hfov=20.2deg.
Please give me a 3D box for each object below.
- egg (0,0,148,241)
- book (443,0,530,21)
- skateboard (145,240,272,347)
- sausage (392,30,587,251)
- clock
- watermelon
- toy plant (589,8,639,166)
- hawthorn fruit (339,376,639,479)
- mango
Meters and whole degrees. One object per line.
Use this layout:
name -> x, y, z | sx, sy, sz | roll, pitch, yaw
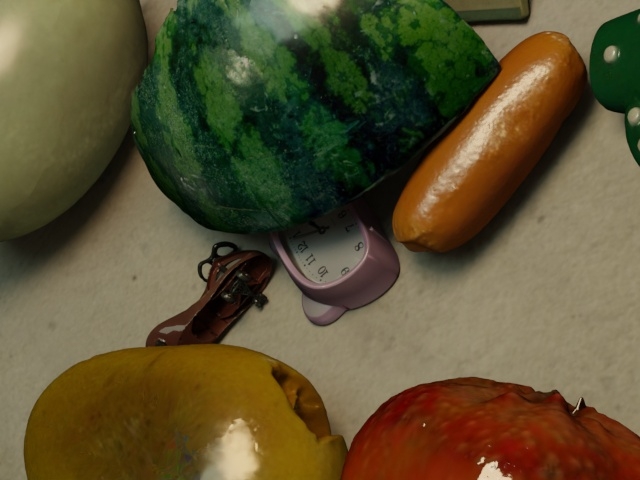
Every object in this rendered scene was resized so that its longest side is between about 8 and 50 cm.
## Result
egg -> -0.320, -0.161, 1.860 | 0.258, 0.258, 0.352 | 18, 83, 38
book -> 0.062, -0.309, 1.739 | 0.282, 0.025, 0.215 | 4, 114, 34
skateboard -> -0.110, 0.063, 1.751 | 0.151, 0.067, 0.080 | -47, 41, 0
sausage -> 0.151, -0.085, 1.616 | 0.238, 0.098, 0.098 | -50, 51, 2
clock -> 0.000, 0.000, 1.703 | 0.110, 0.050, 0.153 | -39, 53, 14
watermelon -> -0.053, -0.165, 1.661 | 0.292, 0.222, 0.319 | -42, 32, -4
toy plant -> 0.344, -0.154, 1.505 | 0.243, 0.112, 0.233 | -30, 54, 27
hawthorn fruit -> 0.123, 0.267, 1.366 | 0.287, 0.287, 0.330 | 21, 89, 38
mango -> -0.132, 0.205, 1.613 | 0.365, 0.182, 0.253 | 18, 81, 37
